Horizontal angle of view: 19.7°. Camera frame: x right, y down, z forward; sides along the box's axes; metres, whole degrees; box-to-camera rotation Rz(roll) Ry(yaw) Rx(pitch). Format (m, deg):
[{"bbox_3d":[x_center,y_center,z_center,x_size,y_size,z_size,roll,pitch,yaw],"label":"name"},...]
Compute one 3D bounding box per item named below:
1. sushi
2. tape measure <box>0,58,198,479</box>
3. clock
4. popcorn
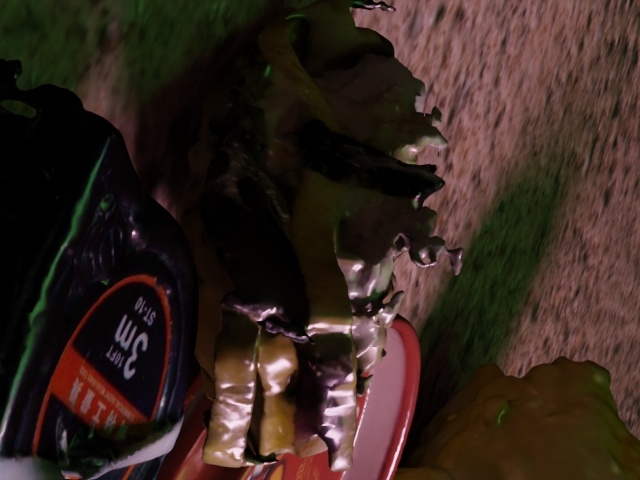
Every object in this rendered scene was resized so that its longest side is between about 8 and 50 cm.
[{"bbox_3d":[-0.007,-0.001,0.877,0.291,0.131,0.139,-92,-172,-54],"label":"sushi"},{"bbox_3d":[-0.120,0.050,0.712,0.182,0.107,0.181,65,47,-65],"label":"tape measure"},{"bbox_3d":[-0.046,0.158,1.049,0.318,0.080,0.318,-52,158,-31],"label":"clock"},{"bbox_3d":[0.163,0.248,1.409,0.312,0.312,0.312,-52,154,-39],"label":"popcorn"}]
